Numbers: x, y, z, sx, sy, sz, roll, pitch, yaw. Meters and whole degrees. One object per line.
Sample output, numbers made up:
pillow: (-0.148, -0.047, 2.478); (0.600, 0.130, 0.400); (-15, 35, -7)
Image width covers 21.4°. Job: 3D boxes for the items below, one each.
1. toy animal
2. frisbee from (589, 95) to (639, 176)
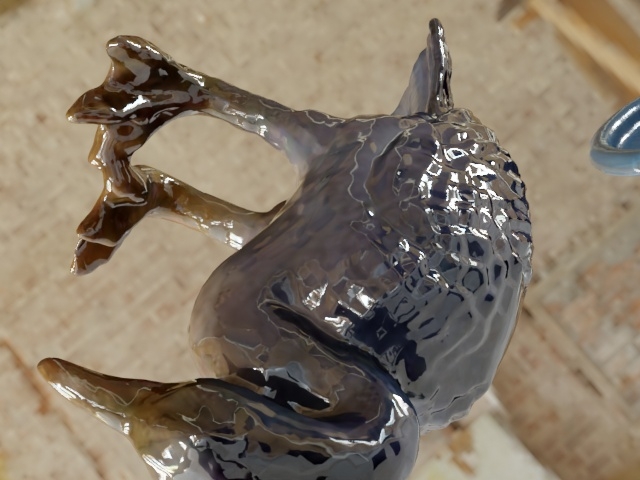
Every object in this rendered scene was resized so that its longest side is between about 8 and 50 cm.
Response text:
toy animal: (0.000, 0.000, 0.669); (0.298, 0.185, 0.122); (-31, -36, -55)
frisbee: (0.315, -0.094, 1.106); (0.289, 0.049, 0.289); (-24, 11, 5)
